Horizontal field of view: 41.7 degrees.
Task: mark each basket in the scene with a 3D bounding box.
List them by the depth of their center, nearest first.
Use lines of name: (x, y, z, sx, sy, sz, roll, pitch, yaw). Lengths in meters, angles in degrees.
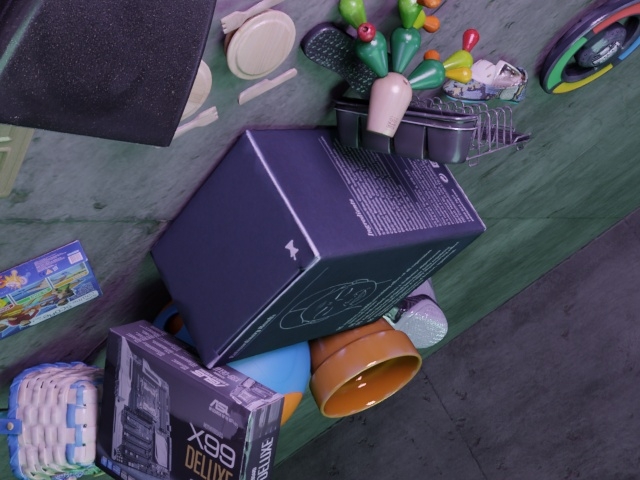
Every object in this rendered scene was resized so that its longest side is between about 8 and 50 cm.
basket: (-0.460, 0.312, 1.452, 0.289, 0.201, 0.255, -1, 175, 29)

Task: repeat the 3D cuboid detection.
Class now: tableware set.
tableware set: (-0.116, -0.192, 0.901, 0.194, 0.039, 0.128, -31, 150, -16)

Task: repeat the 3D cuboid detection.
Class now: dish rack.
dish rack: (0.167, -0.162, 1.174, 0.271, 0.208, 0.074, -19, 118, -51)

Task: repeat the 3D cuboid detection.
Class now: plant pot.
plant pot: (-0.181, -0.197, 0.600, 0.188, 0.187, 0.167, 0, 132, -55)
plant pot: (0.052, 0.190, 1.540, 0.205, 0.188, 0.205, -23, 150, -14)

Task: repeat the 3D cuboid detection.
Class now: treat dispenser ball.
treat dispenser ball: (-0.161, 0.208, 1.445, 0.288, 0.288, 0.288, -26, 160, -10)

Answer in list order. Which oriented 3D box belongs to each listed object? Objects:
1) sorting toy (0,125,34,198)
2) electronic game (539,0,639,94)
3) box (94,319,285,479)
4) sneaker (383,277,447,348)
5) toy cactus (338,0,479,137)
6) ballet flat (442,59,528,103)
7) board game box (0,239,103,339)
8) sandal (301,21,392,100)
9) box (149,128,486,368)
sorting toy: (-0.410, -0.085, 0.750, 0.307, 0.041, 0.229, -12, 158, -41)
electronic game: (0.463, -0.322, 1.389, 0.229, 0.048, 0.229, -26, 161, -10)
box: (-0.203, 0.287, 1.248, 0.076, 0.307, 0.242, -12, 117, -51)
sneaker: (0.101, 0.071, 1.730, 0.366, 0.210, 0.137, 28, 126, -27)
toy cactus: (0.105, -0.211, 0.997, 0.219, 0.112, 0.181, 11, 96, -49)
ballet flat: (0.255, -0.246, 1.281, 0.188, 0.070, 0.070, -11, 153, -48)
board game box: (-0.409, 0.080, 1.155, 0.201, 0.035, 0.136, -24, 160, -15)
sandal: (0.040, -0.228, 1.043, 0.067, 0.040, 0.179, -43, 143, 20)
box: (0.000, 0.000, 1.277, 0.395, 0.212, 0.293, -9, 152, -48)
